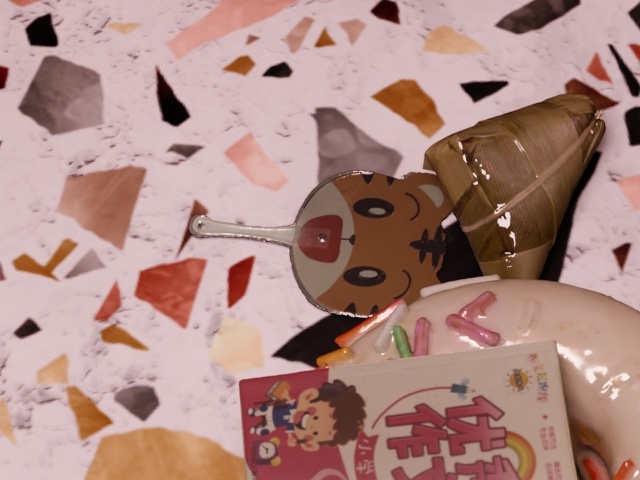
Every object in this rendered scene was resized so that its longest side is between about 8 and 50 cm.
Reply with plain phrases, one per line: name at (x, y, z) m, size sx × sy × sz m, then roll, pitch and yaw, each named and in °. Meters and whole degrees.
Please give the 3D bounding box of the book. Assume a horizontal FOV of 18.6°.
book at (0.061, 0.156, 1.363) m, size 0.231 × 0.022 × 0.162 m, roll -8°, pitch 60°, yaw 5°

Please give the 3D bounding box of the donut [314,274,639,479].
donut at (0.141, 0.186, 1.431) m, size 0.382 × 0.142 × 0.383 m, roll -3°, pitch 58°, yaw 5°

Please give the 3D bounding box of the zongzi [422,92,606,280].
zongzi at (0.187, -0.026, 1.613) m, size 0.160 × 0.078 × 0.176 m, roll -22°, pitch 83°, yaw -22°

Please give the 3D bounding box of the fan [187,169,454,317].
fan at (0.000, 0.000, 1.641) m, size 0.226 × 0.008 × 0.152 m, roll 4°, pitch 60°, yaw 7°
